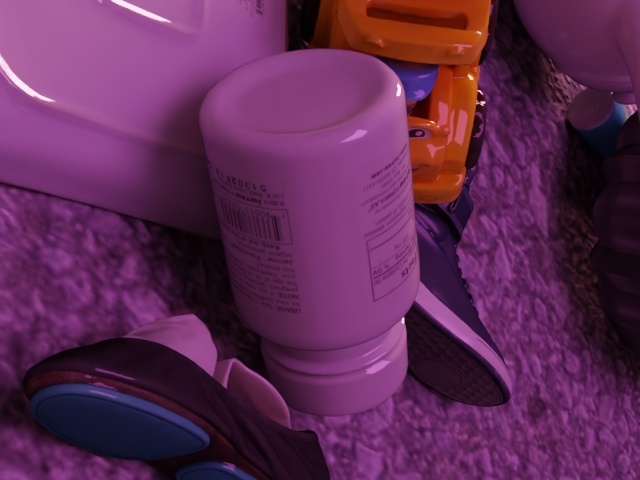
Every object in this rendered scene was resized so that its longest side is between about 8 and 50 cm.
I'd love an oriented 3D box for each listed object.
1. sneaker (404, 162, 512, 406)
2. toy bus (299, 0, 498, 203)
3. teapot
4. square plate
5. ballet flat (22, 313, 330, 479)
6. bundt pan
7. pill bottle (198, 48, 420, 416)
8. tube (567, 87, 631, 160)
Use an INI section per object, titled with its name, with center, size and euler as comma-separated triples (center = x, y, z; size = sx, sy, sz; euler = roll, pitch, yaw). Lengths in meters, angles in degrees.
[sneaker]
center = 0.105, 0.019, 1.069
size = 0.226, 0.086, 0.163
euler = 48, 51, -30
[toy bus]
center = 0.066, -0.160, 0.943
size = 0.149, 0.211, 0.220
euler = 8, 72, -5
[teapot]
center = 0.302, -0.227, 1.277
size = 0.256, 0.252, 0.187
euler = -24, 119, -36
[square plate]
center = -0.127, -0.189, 0.876
size = 0.344, 0.049, 0.347
euler = 16, 69, -47
[ballet flat]
center = -0.084, 0.110, 0.828
size = 0.280, 0.095, 0.096
euler = 45, 39, -47
[bundt pan]
center = 0.386, -0.019, 1.345
size = 0.331, 0.124, 0.330
euler = -14, 108, -48
[pill bottle]
center = 0.000, 0.000, 0.872
size = 0.131, 0.131, 0.229
euler = -50, 142, -44
[tube]
center = 0.336, -0.094, 1.410
size = 0.207, 0.052, 0.080
euler = 35, 65, -45
